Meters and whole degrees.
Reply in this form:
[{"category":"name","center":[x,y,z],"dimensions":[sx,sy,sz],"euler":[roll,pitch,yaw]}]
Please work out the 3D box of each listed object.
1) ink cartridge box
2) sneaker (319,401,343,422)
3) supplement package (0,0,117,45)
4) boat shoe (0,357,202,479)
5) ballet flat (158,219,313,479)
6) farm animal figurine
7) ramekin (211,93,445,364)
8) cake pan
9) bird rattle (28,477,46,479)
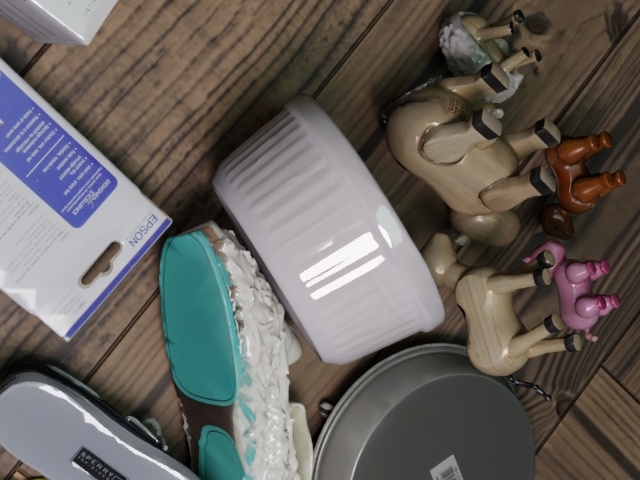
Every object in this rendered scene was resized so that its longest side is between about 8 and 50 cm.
[{"category":"ink cartridge box","center":[-0.314,-0.069,1.411],"dimensions":[0.332,0.065,0.165],"euler":[45,78,-22]},{"category":"sneaker","center":[0.022,0.213,1.628],"dimensions":[0.037,0.032,0.083],"euler":[-45,113,-12]},{"category":"supplement package","center":[-0.246,-0.248,1.349],"dimensions":[0.105,0.179,0.105],"euler":[36,82,-25]},{"category":"boat shoe","center":[-0.198,0.231,1.480],"dimensions":[0.306,0.105,0.113],"euler":[37,101,-13]},{"category":"ballet flat","center":[-0.076,0.164,1.535],"dimensions":[0.147,0.147,0.408],"euler":[-12,107,-23]},{"category":"farm animal figurine","center":[0.172,-0.039,1.566],"dimensions":[0.326,0.172,0.330],"euler":[54,39,-20]},{"category":"ramekin","center":[0.000,0.000,1.465],"dimensions":[0.127,0.273,0.272],"euler":[-32,110,-4]},{"category":"cake pan","center":[0.124,0.260,1.651],"dimensions":[0.293,0.054,0.293],"euler":[-8,106,-30]},{"category":"bird rattle","center":[-0.293,0.372,1.483],"dimensions":[0.207,0.143,0.253],"euler":[-17,118,-10]}]
